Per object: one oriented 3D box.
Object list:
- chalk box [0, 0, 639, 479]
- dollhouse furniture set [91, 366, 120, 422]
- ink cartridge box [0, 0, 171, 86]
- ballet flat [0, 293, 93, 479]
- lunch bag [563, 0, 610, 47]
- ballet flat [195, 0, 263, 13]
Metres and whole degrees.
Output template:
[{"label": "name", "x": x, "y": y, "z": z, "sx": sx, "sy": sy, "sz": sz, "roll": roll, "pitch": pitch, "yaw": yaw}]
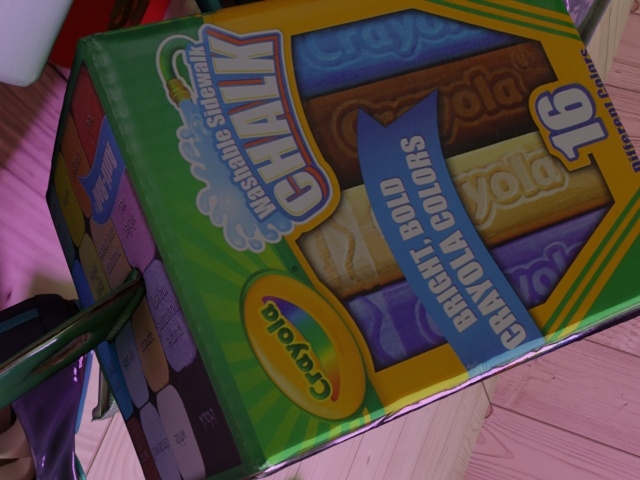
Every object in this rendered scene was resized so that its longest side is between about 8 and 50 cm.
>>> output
[{"label": "chalk box", "x": -0.019, "y": 0.006, "z": 0.453, "sx": 0.289, "sy": 0.179, "sz": 0.180, "roll": -17, "pitch": 169, "yaw": -26}, {"label": "dollhouse furniture set", "x": -0.101, "y": 0.034, "z": 0.594, "sx": 0.076, "sy": 0.059, "sz": 0.151, "roll": 170, "pitch": -77, "yaw": -86}, {"label": "ink cartridge box", "x": -0.061, "y": -0.207, "z": 0.384, "sx": 0.308, "sy": 0.091, "sz": 0.385, "roll": -65, "pitch": 169, "yaw": 6}, {"label": "ballet flat", "x": -0.166, "y": 0.116, "z": 0.549, "sx": 0.074, "sy": 0.074, "sz": 0.203, "roll": -48, "pitch": 154, "yaw": -50}, {"label": "lunch bag", "x": 0.100, "y": -0.256, "z": 0.679, "sx": 0.287, "sy": 0.235, "sz": 0.169, "roll": -60, "pitch": 152, "yaw": -29}, {"label": "ballet flat", "x": -0.019, "y": -0.107, "z": 0.598, "sx": 0.096, "sy": 0.095, "sz": 0.280, "roll": -29, "pitch": 167, "yaw": -9}]
